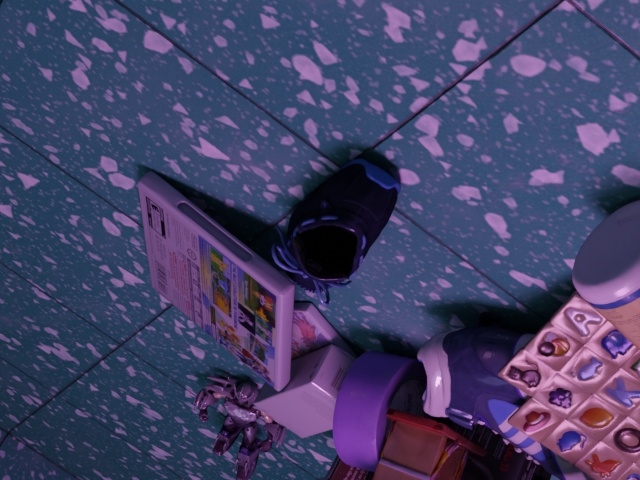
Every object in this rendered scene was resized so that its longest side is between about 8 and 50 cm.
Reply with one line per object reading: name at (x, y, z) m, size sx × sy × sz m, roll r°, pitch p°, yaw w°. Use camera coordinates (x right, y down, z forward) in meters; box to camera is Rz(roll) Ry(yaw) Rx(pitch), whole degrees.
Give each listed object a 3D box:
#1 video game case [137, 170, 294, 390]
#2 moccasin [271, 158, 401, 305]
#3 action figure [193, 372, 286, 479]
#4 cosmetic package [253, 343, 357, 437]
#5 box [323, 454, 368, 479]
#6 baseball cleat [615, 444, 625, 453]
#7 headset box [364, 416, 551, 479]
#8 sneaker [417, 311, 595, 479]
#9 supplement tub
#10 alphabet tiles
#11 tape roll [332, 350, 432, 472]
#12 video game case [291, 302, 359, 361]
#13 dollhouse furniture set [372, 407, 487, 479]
video game case at (-0.163, 0.071, 2.039) m, size 0.300 × 0.036 × 0.329 m, roll 38°, pitch 153°, yaw 19°
moccasin at (0.000, 0.000, 1.773) m, size 0.137 × 0.117 × 0.342 m, roll 28°, pitch 153°, yaw 2°
action figure at (-0.152, 0.352, 2.482) m, size 0.185 × 0.099 × 0.285 m, roll 32°, pitch 148°, yaw 15°
cosmetic package at (-0.007, 0.257, 2.172) m, size 0.117 × 0.085 × 0.231 m, roll 38°, pitch 152°, yaw -15°
box at (0.193, 0.473, 2.269) m, size 0.381 × 0.191 × 0.143 m, roll 30°, pitch 151°, yaw 2°
baseball cleat at (0.465, 0.261, 1.777) m, size 0.205 × 0.109 × 0.072 m, roll 17°, pitch 162°, yaw 30°
headset box at (0.231, 0.394, 2.079) m, size 0.293 × 0.218 × 0.110 m, roll 7°, pitch 146°, yaw 37°
sneaker at (0.273, 0.245, 1.894) m, size 0.236 × 0.130 × 0.323 m, roll -2°, pitch 136°, yaw 39°
supplement tub at (0.405, 0.063, 1.486) m, size 0.199 × 0.144 × 0.144 m, roll 41°, pitch 149°, yaw -20°
alphabet tiles at (0.423, 0.214, 1.706) m, size 0.342 × 0.011 × 0.285 m, roll 33°, pitch 123°, yaw -7°
tape roll at (0.101, 0.273, 2.036) m, size 0.080 × 0.189 × 0.189 m, roll 9°, pitch 145°, yaw 32°
video game case at (-0.030, 0.174, 2.168) m, size 0.183 × 0.023 × 0.201 m, roll -3°, pitch 137°, yaw 44°
dollhouse furniture set at (0.240, 0.399, 1.868) m, size 0.374 × 0.201 × 0.152 m, roll 13°, pitch 165°, yaw 38°
